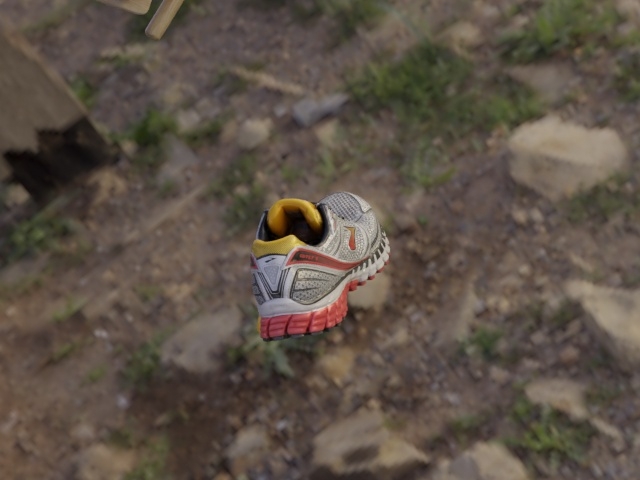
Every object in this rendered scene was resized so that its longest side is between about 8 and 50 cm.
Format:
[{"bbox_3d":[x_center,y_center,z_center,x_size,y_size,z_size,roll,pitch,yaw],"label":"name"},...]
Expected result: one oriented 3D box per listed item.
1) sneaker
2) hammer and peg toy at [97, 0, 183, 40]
[{"bbox_3d":[0.000,0.000,1.289,0.088,0.092,0.225,-8,18,15],"label":"sneaker"},{"bbox_3d":[-0.233,-0.396,1.820,0.127,0.361,0.266,16,88,61],"label":"hammer and peg toy"}]
